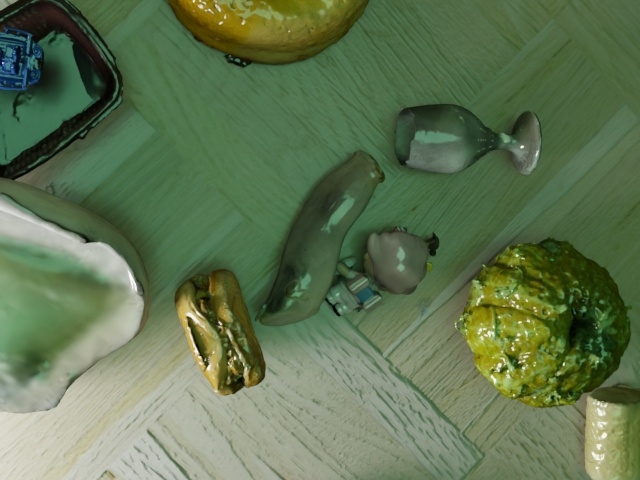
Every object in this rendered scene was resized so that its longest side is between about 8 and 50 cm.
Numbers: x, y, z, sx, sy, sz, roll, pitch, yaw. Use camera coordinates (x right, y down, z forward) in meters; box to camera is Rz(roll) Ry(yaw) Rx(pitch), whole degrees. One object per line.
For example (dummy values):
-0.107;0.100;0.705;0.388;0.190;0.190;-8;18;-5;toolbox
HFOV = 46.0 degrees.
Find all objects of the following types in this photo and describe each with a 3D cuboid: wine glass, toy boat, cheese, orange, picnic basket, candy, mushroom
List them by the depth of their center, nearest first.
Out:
-0.488;-0.268;1.069;0.175;0.110;0.091;7;94;-10;toy boat
-0.495;0.068;1.163;0.427;0.186;0.386;34;107;-21;candy
-0.465;-0.232;1.198;0.297;0.129;0.222;-38;100;-4;picnic basket
-0.001;-0.002;1.306;0.109;0.097;0.351;24;84;28;mushroom
0.402;0.140;1.324;0.300;0.223;0.301;-26;97;-12;orange
0.257;-0.176;1.327;0.241;0.126;0.126;0;94;-11;wine glass
0.561;0.368;1.430;0.123;0.094;0.167;-6;99;-19;cheese

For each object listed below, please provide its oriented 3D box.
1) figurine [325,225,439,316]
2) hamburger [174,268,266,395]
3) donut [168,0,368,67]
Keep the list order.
0.110;0.053;1.328;0.229;0.112;0.137;-34;104;4;figurine
-0.160;0.149;1.241;0.108;0.214;0.213;-24;97;-4;hamburger
-0.062;-0.494;1.232;0.435;0.163;0.377;-25;99;-8;donut
